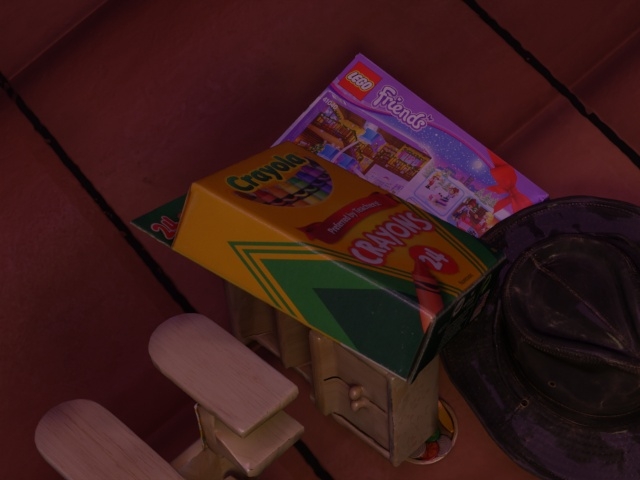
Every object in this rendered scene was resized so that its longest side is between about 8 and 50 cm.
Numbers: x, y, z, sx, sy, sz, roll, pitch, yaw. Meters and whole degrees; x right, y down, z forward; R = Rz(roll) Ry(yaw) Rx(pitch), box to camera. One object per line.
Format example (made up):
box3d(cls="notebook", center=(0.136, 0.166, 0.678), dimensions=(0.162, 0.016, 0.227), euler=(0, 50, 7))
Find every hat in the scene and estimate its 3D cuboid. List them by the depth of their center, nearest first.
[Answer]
box3d(cls="hat", center=(0.278, 0.084, 1.405), dimensions=(0.331, 0.134, 0.331), euler=(-3, 69, 7))

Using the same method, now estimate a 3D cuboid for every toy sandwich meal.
box3d(cls="toy sandwich meal", center=(0.108, 0.200, 1.502), dimensions=(0.085, 0.029, 0.086), euler=(-4, 68, 10))

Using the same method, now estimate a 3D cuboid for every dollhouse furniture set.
box3d(cls="dollhouse furniture set", center=(-0.107, 0.192, 1.385), dimensions=(0.256, 0.362, 0.394), euler=(34, 59, 31))

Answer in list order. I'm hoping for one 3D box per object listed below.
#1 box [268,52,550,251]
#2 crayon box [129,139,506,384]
box3d(cls="box", center=(0.087, -0.055, 1.590), dimensions=(0.293, 0.057, 0.201), euler=(40, 82, 22))
box3d(cls="crayon box", center=(0.000, 0.000, 1.360), dimensions=(0.318, 0.202, 0.081), euler=(28, 117, 16))
